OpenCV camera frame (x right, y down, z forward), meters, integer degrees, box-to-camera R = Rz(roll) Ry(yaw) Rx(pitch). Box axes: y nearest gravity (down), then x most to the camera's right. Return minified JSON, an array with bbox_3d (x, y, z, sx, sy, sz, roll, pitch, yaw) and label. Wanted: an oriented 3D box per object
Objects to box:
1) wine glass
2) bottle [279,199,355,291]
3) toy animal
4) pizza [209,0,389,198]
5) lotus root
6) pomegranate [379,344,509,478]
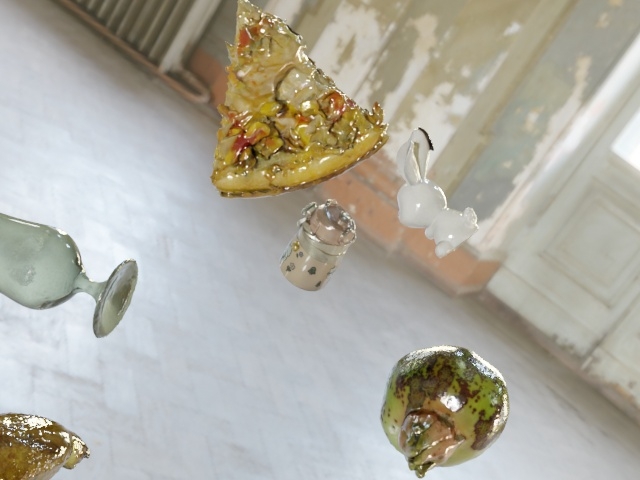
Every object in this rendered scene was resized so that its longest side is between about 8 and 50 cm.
[{"bbox_3d":[-0.343,0.029,1.133,0.230,0.103,0.103,20,17,10],"label":"wine glass"},{"bbox_3d":[0.001,0.000,1.536,0.098,0.152,0.099,19,36,-15],"label":"bottle"},{"bbox_3d":[0.171,-0.071,1.484,0.182,0.127,0.131,49,29,8],"label":"toy animal"},{"bbox_3d":[-0.023,-0.183,1.331,0.251,0.288,0.074,1,33,-12],"label":"pizza"},{"bbox_3d":[-0.289,0.194,0.835,0.108,0.095,0.190,14,22,43],"label":"lotus root"},{"bbox_3d":[0.211,0.308,1.612,0.203,0.222,0.277,26,29,-17],"label":"pomegranate"}]
